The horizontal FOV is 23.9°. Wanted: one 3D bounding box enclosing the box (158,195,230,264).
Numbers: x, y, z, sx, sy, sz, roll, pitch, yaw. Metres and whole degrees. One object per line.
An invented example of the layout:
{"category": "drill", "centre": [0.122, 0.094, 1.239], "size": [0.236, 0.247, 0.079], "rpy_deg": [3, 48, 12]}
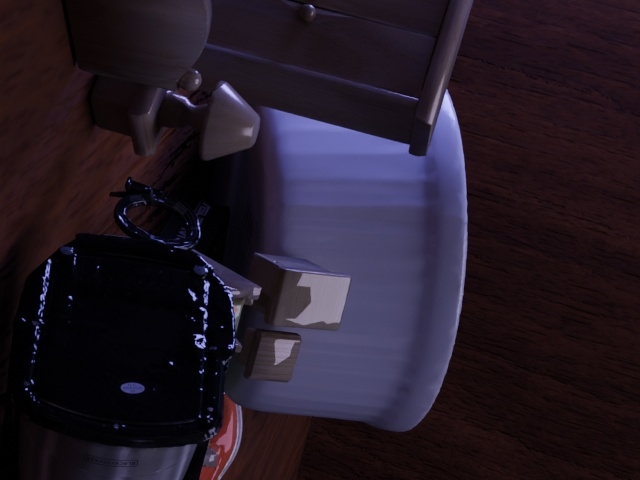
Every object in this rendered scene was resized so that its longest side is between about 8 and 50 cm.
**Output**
{"category": "box", "centre": [-0.117, 0.093, 1.066], "size": [0.184, 0.045, 0.191], "rpy_deg": [-71, 174, -59]}

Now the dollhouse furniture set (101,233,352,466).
{"category": "dollhouse furniture set", "centre": [-0.060, 0.104, 0.910], "size": [0.101, 0.161, 0.182], "rpy_deg": [26, -75, 51]}

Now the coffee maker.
{"category": "coffee maker", "centre": [-0.101, 0.096, 0.756], "size": [0.171, 0.120, 0.178], "rpy_deg": [-56, 167, -50]}

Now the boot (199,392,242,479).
{"category": "boot", "centre": [-0.114, 0.197, 1.363], "size": [0.084, 0.059, 0.158], "rpy_deg": [70, 37, -73]}

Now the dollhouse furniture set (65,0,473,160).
{"category": "dollhouse furniture set", "centre": [0.006, -0.207, 0.762], "size": [0.355, 0.173, 0.303], "rpy_deg": [95, 11, -65]}

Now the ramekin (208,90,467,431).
{"category": "ramekin", "centre": [0.000, 0.000, 1.113], "size": [0.277, 0.135, 0.277], "rpy_deg": [-177, -90, -76]}
